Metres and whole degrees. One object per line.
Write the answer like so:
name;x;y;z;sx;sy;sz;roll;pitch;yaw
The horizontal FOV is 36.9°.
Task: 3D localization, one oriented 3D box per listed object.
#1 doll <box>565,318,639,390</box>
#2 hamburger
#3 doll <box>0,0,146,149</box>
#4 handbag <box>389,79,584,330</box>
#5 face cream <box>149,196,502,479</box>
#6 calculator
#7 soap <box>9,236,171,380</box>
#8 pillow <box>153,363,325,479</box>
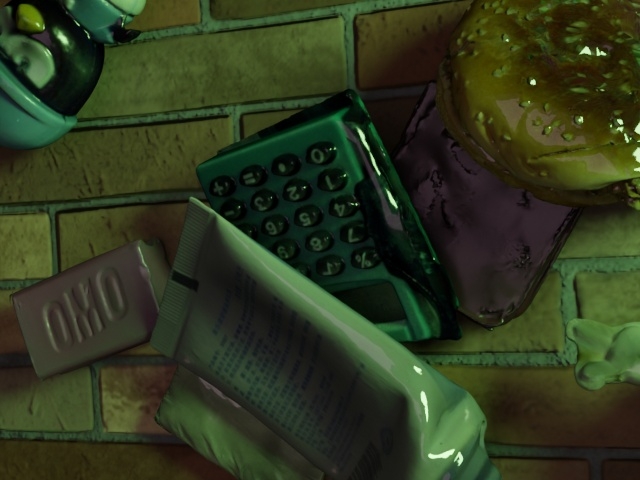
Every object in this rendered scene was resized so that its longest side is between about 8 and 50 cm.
doll;0.424;0.102;0.833;0.423;0.161;0.348;-40;50;1
hamburger;0.236;-0.144;0.897;0.243;0.146;0.286;-7;68;-5
doll;-0.333;-0.230;1.153;0.314;0.141;0.177;-47;71;13
handbag;0.164;-0.040;1.014;0.203;0.074;0.216;30;101;16
face cream;-0.002;0.153;1.004;0.420;0.137;0.235;34;132;14
calculator;0.000;0.000;1.013;0.248;0.058;0.274;-14;105;41
soap;-0.274;0.085;1.186;0.203;0.065;0.122;-22;85;21
pillow;-0.088;0.217;1.131;0.229;0.051;0.128;31;99;18
